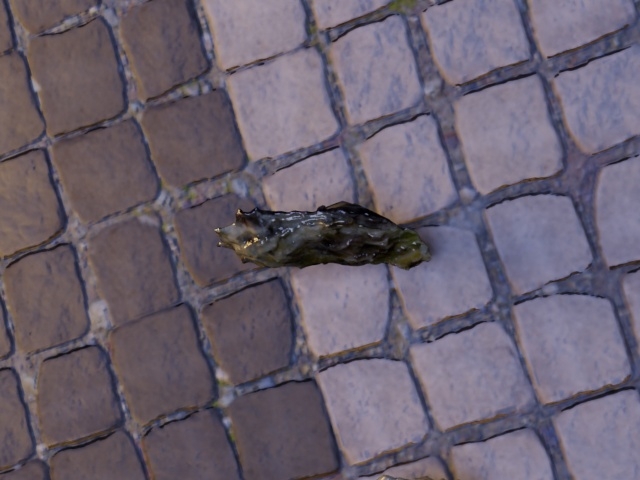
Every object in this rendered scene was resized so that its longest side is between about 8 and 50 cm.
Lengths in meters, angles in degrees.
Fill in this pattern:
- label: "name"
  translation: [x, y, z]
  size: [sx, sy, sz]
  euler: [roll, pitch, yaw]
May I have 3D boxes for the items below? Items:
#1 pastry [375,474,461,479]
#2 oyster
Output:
- label: "pastry"
  translation: [0.121, 0.283, 1.460]
  size: [0.121, 0.089, 0.258]
  euler: [-47, 74, 18]
- label: "oyster"
  translation: [-0.001, -0.003, 1.497]
  size: [0.166, 0.108, 0.053]
  euler: [-7, 67, 12]
